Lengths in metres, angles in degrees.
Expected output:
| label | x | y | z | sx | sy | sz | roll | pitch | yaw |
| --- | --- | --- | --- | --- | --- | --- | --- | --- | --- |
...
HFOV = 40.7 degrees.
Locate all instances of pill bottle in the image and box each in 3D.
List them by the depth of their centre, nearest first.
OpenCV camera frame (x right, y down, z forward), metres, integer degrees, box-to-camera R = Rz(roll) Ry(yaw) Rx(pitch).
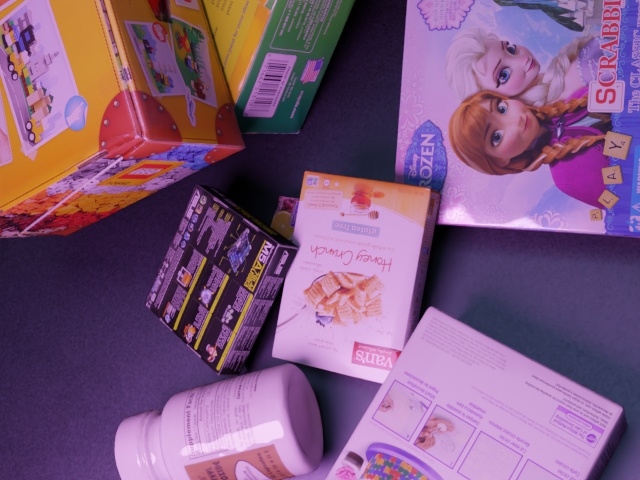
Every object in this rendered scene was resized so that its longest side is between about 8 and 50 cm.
| label | x | y | z | sx | sy | sz | roll | pitch | yaw |
| --- | --- | --- | --- | --- | --- | --- | --- | --- | --- |
| pill bottle | -0.123 | 0.237 | 1.041 | 0.229 | 0.131 | 0.131 | -17 | 63 | 15 |

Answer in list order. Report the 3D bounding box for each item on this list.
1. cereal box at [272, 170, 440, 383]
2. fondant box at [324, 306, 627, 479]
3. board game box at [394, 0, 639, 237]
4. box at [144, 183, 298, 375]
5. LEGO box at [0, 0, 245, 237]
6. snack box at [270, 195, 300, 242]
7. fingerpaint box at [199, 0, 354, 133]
| label | x | y | z | sx | sy | sz | roll | pitch | yaw |
| --- | --- | --- | --- | --- | --- | --- | --- | --- | --- |
| cereal box | 0.042 | 0.044 | 1.063 | 0.172 | 0.047 | 0.240 | 9 | 89 | 25 |
| fondant box | 0.146 | 0.273 | 0.941 | 0.238 | 0.096 | 0.330 | 28 | 80 | 29 |
| board game box | 0.254 | -0.169 | 1.042 | 0.317 | 0.066 | 0.319 | 3 | 90 | 23 |
| box | -0.135 | 0.048 | 1.129 | 0.184 | 0.045 | 0.191 | 33 | 104 | 36 |
| LEGO box | -0.360 | -0.293 | 1.151 | 0.372 | 0.193 | 0.501 | -21 | 82 | 31 |
| snack box | 0.000 | 0.000 | 1.145 | 0.141 | 0.037 | 0.100 | 9 | 75 | 23 |
| fingerpaint box | -0.112 | -0.429 | 1.188 | 0.371 | 0.163 | 0.445 | 40 | 119 | 30 |
